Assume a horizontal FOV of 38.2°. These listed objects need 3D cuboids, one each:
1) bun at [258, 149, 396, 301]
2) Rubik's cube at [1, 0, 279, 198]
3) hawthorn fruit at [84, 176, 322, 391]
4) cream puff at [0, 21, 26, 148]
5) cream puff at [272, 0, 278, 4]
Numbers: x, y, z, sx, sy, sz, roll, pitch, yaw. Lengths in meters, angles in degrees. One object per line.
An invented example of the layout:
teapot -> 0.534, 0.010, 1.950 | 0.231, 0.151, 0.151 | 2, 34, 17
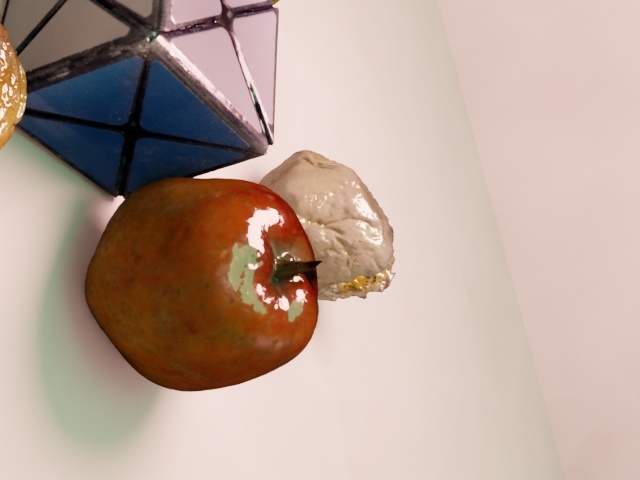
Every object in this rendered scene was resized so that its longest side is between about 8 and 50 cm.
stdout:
bun -> -0.009, -0.013, 1.519 | 0.281, 0.204, 0.281 | 55, -8, 12
Rubik's cube -> -0.216, -0.236, 1.142 | 0.259, 0.260, 0.255 | 45, 40, -52
hawthorn fruit -> -0.122, 0.054, 1.128 | 0.267, 0.300, 0.268 | 6, 83, -52
cream puff -> -0.384, -0.160, 0.900 | 0.189, 0.129, 0.189 | -5, 90, -69
cream puff -> -0.127, -0.467, 1.596 | 0.169, 0.183, 0.183 | 84, 6, -59
